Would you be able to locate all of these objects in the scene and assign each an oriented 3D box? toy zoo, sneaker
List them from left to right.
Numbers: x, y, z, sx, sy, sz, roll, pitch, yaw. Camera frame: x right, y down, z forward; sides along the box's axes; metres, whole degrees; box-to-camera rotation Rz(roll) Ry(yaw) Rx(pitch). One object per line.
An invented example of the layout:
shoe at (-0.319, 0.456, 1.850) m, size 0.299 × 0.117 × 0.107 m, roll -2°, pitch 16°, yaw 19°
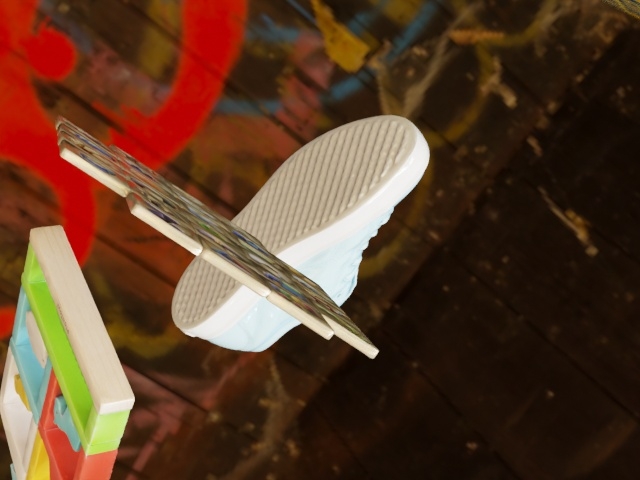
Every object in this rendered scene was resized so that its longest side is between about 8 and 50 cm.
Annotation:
toy zoo at (-0.235, 0.155, 1.148) m, size 0.192 × 0.030 × 0.293 m, roll 60°, pitch -36°, yaw 35°
sneaker at (0.000, 0.000, 1.481) m, size 0.366 × 0.150 × 0.135 m, roll -37°, pitch -133°, yaw 25°

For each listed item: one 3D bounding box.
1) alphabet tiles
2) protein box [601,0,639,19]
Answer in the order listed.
alphabet tiles at (-0.094, -0.009, 1.069) m, size 0.011 × 0.285 × 0.342 m, roll -56°, pitch -164°, yaw 3°
protein box at (0.208, -0.224, 0.715) m, size 0.200 × 0.136 × 0.201 m, roll 30°, pitch -79°, yaw 16°
